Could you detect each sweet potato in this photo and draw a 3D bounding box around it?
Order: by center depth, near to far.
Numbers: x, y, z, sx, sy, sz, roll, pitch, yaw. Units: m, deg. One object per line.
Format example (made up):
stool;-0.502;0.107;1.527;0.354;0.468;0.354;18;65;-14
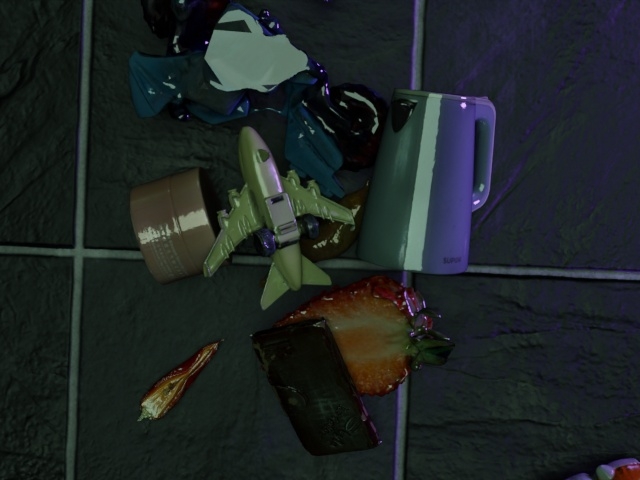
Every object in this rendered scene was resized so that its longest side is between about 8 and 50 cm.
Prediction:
sweet potato;0.005;0.003;1.320;0.226;0.068;0.068;-42;89;5

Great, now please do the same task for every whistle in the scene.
whistle;0.430;0.374;1.293;0.253;0.106;0.102;-14;131;1

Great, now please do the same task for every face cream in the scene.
face cream;-0.197;-0.021;1.282;0.104;0.149;0.149;-17;90;3

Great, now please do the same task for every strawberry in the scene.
strawberry;0.053;0.128;1.287;0.286;0.106;0.188;-5;118;17

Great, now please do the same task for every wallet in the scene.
wallet;-0.007;0.215;1.274;0.122;0.031;0.232;-14;117;20

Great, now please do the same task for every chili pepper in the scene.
chili pepper;-0.211;0.206;1.346;0.045;0.027;0.178;43;92;-3

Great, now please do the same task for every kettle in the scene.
kettle;0.165;-0.087;1.260;0.210;0.160;0.243;1;102;-35

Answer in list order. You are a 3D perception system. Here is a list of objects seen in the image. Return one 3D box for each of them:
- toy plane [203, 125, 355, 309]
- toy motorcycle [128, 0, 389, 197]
toy plane;-0.063;-0.037;1.222;0.229;0.092;0.244;-20;105;-22
toy motorcycle;-0.103;-0.207;1.285;0.416;0.172;0.232;35;101;-12
